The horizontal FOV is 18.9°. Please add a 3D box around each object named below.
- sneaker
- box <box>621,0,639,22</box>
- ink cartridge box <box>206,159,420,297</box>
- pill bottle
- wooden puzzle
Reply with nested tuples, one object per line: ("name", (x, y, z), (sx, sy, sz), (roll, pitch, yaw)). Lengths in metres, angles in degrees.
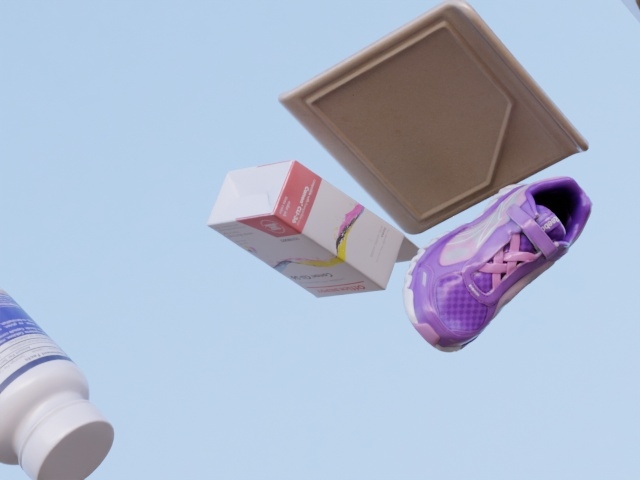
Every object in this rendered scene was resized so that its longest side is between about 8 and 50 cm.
("sneaker", (0.170, 0.010, 1.763), (0.236, 0.095, 0.104), (-42, 9, -37))
("box", (0.263, -0.288, 1.825), (0.021, 0.164, 0.201), (-35, -18, 6))
("ink cartridge box", (0.000, 0.000, 1.924), (0.198, 0.067, 0.115), (33, -24, -31))
("pill bottle", (-0.272, 0.134, 1.710), (0.112, 0.186, 0.112), (-33, -32, -24))
("wooden puzzle", (0.112, -0.122, 1.893), (0.238, 0.044, 0.221), (-25, -55, 32))
